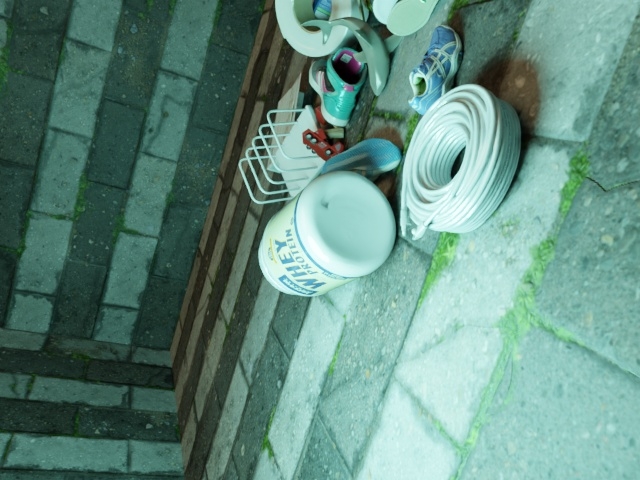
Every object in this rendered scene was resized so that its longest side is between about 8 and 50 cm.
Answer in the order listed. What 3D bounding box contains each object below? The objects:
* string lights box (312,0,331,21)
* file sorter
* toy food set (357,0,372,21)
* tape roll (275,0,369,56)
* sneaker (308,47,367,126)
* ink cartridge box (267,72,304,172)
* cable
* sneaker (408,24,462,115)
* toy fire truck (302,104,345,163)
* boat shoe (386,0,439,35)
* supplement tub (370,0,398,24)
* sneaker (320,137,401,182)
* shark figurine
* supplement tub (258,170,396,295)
[{"bbox_3d":[0.069,-0.768,1.607,0.260,0.133,0.077,-53,27,43],"label":"string lights box"},{"bbox_3d":[-0.121,-0.266,1.651,0.277,0.172,0.193,-45,63,51],"label":"file sorter"},{"bbox_3d":[0.150,-0.706,1.441,0.132,0.038,0.192,64,-140,-60],"label":"toy food set"},{"bbox_3d":[0.001,-0.699,1.534,0.286,0.100,0.287,20,125,31],"label":"tape roll"},{"bbox_3d":[0.048,-0.492,1.512,0.179,0.123,0.296,118,146,-43],"label":"sneaker"},{"bbox_3d":[-0.111,-0.431,1.929,0.261,0.066,0.297,157,124,-64],"label":"ink cartridge box"},{"bbox_3d":[0.242,-0.139,0.913,0.257,0.089,0.257,-37,44,56],"label":"cable"},{"bbox_3d":[0.233,-0.353,1.059,0.080,0.081,0.212,157,125,-65],"label":"sneaker"},{"bbox_3d":[0.021,-0.308,1.516,0.192,0.135,0.047,43,157,27],"label":"toy fire truck"},{"bbox_3d":[0.235,-0.565,1.199,0.079,0.084,0.233,-62,12,-26],"label":"boat shoe"},{"bbox_3d":[0.177,-0.651,1.312,0.117,0.116,0.191,-50,34,47],"label":"supplement tub"},{"bbox_3d":[0.109,-0.180,1.259,0.228,0.092,0.088,-11,64,44],"label":"sneaker"},{"bbox_3d":[0.091,-0.526,1.325,0.278,0.116,0.166,46,117,17],"label":"shark figurine"},{"bbox_3d":[0.000,0.000,1.212,0.324,0.235,0.236,146,133,-59],"label":"supplement tub"}]
